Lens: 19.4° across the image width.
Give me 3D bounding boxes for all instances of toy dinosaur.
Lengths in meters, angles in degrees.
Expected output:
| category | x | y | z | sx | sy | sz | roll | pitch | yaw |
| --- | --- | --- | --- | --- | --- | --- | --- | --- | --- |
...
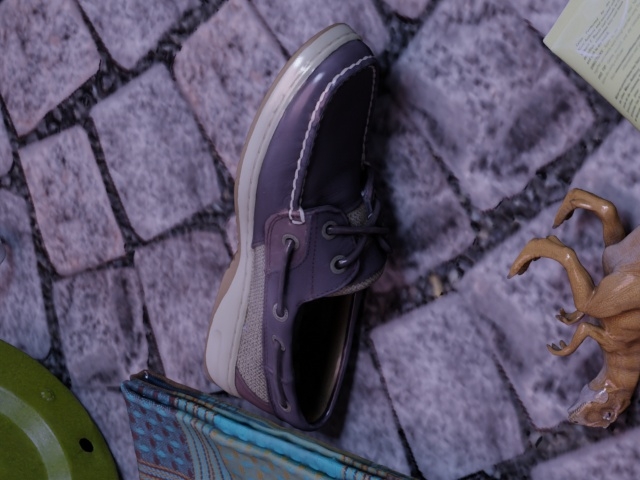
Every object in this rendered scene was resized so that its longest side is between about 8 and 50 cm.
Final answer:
| category | x | y | z | sx | sy | sz | roll | pitch | yaw |
| --- | --- | --- | --- | --- | --- | --- | --- | --- | --- |
| toy dinosaur | 0.171 | 0.016 | 1.025 | 0.112 | 0.064 | 0.211 | 37 | 142 | 21 |

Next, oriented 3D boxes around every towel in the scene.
| category | x | y | z | sx | sy | sz | roll | pitch | yaw |
| --- | --- | --- | --- | --- | --- | --- | --- | --- | --- |
| towel | 0.017 | 0.249 | 1.221 | 0.370 | 0.040 | 0.271 | 18 | 126 | 39 |

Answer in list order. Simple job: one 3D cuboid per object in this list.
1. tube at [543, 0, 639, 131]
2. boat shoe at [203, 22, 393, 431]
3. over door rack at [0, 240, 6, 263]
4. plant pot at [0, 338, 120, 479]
| category | x | y | z | sx | sy | sz | roll | pitch | yaw |
| --- | --- | --- | --- | --- | --- | --- | --- | --- | --- |
| tube | 0.211 | -0.060 | 0.967 | 0.070 | 0.062 | 0.240 | -39 | 64 | 0 |
| boat shoe | 0.000 | 0.000 | 1.157 | 0.092 | 0.103 | 0.285 | 34 | 129 | 23 |
| over door rack | -0.408 | -0.090 | 1.459 | 0.324 | 0.108 | 0.239 | 17 | 136 | 40 |
| plant pot | -0.343 | 0.251 | 1.414 | 0.353 | 0.366 | 0.366 | -42 | 72 | 31 |
